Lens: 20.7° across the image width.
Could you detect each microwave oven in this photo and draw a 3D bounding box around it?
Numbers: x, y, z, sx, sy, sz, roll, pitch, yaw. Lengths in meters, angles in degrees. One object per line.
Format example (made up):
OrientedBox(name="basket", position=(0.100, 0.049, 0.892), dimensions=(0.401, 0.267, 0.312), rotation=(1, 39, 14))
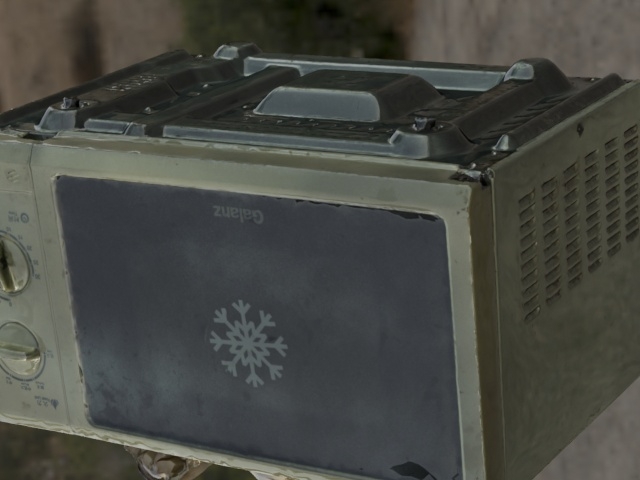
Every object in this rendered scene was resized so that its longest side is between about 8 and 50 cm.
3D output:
OrientedBox(name="microwave oven", position=(0.000, 0.000, 0.736), dimensions=(0.194, 0.241, 0.145), rotation=(-34, -56, -51))

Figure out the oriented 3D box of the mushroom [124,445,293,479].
OrientedBox(name="mushroom", position=(-0.061, 0.102, 1.236), dimensions=(0.178, 0.226, 0.226), rotation=(-49, -10, -17))
